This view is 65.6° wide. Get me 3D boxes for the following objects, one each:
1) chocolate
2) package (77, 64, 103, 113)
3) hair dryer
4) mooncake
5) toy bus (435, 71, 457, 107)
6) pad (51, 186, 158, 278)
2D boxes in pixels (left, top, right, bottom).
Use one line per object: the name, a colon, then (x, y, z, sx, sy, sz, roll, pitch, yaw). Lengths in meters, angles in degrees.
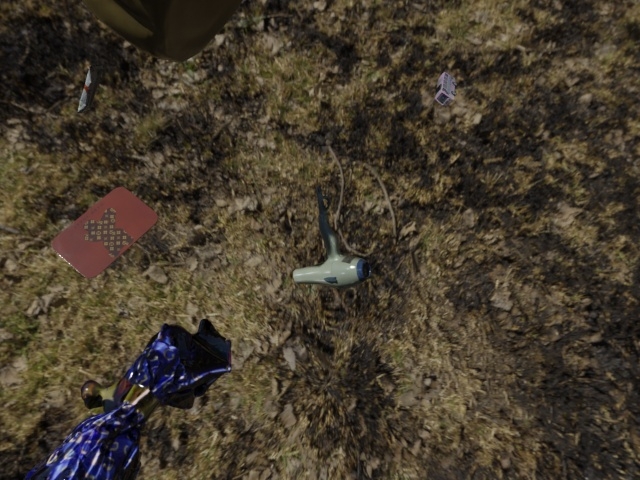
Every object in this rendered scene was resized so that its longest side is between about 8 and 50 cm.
chocolate: (-0.226, 0.203, 0.634, 0.148, 0.126, 0.343, 23, 37, 6)
package: (-0.465, -0.303, 1.000, 0.015, 0.037, 0.110, 34, 117, 6)
hair dryer: (-0.011, 0.013, 0.959, 0.167, 0.067, 0.199, -25, 98, 36)
mooncake: (-0.245, -0.507, 0.848, 0.201, 0.378, 0.378, 35, 77, -5)
toy bus: (0.353, -0.427, 1.400, 0.052, 0.037, 0.130, 32, 44, -11)
pad: (-0.617, -0.028, 1.427, 0.181, 0.004, 0.267, 37, 67, 12)
